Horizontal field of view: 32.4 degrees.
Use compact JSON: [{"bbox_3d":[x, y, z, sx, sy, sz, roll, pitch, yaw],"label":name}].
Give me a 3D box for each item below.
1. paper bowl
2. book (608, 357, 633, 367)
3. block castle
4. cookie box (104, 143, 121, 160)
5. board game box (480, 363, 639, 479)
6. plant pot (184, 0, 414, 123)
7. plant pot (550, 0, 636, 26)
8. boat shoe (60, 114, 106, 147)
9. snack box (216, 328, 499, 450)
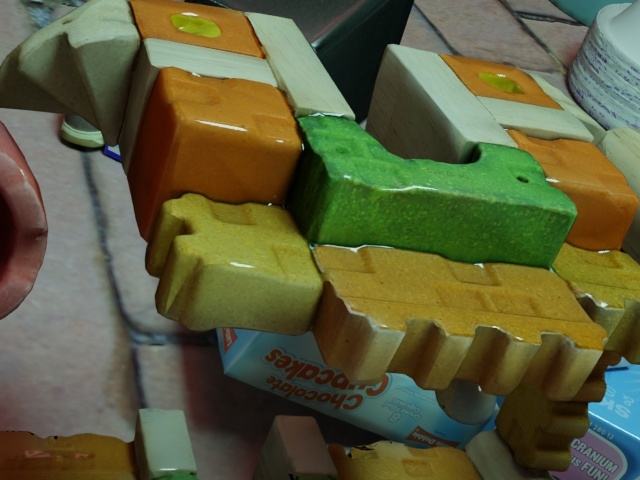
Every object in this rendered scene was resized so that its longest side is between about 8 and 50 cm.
[{"bbox_3d":[0.456,-0.204,1.324,0.284,0.148,0.284,16,32,-10],"label":"paper bowl"},{"bbox_3d":[0.166,0.043,0.722,0.144,0.096,0.035,2,37,-27],"label":"book"},{"bbox_3d":[-0.001,0.081,0.511,0.453,0.303,0.213,7,29,-21],"label":"block castle"},{"bbox_3d":[-0.117,-0.091,0.937,0.091,0.040,0.107,26,33,8],"label":"cookie box"},{"bbox_3d":[0.294,0.132,0.813,0.316,0.064,0.242,28,33,11],"label":"board game box"},{"bbox_3d":[-0.038,-0.189,1.009,0.188,0.187,0.167,27,45,9],"label":"plant pot"},{"bbox_3d":[0.489,-0.424,1.621,0.290,0.195,0.290,15,32,-9],"label":"plant pot"},{"bbox_3d":[-0.176,-0.130,0.952,0.056,0.049,0.152,19,32,-1],"label":"boat shoe"},{"bbox_3d":[0.000,0.000,0.802,0.187,0.060,0.322,26,27,-29],"label":"snack box"}]
